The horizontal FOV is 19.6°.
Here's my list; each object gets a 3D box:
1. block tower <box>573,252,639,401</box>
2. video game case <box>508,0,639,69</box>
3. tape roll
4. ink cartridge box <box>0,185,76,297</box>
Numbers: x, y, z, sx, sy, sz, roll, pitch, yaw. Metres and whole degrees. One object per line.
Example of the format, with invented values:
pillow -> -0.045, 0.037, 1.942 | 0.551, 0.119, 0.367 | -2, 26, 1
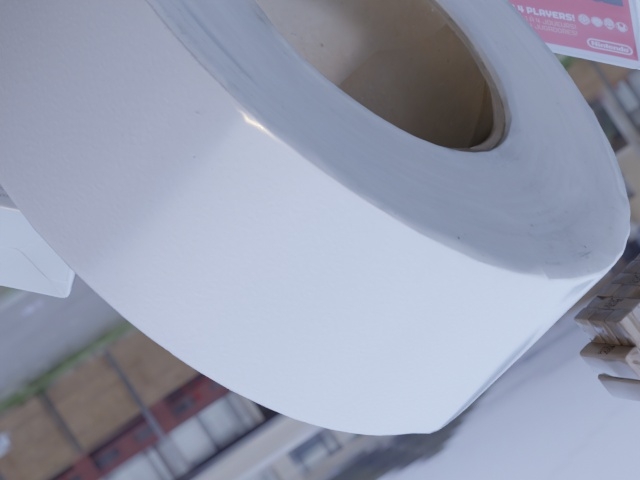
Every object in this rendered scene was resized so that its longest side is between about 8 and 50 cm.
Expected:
block tower -> 0.386, 0.007, 1.740 | 0.335, 0.091, 0.097 | -43, -165, -15
video game case -> 0.123, -0.245, 1.279 | 0.204, 0.285, 0.025 | 15, -126, 30
tape roll -> -0.011, -0.060, 0.760 | 0.100, 0.286, 0.286 | -47, 173, 28
ink cartridge box -> -0.215, -0.076, 1.301 | 0.231, 0.134, 0.078 | -83, -174, -47
